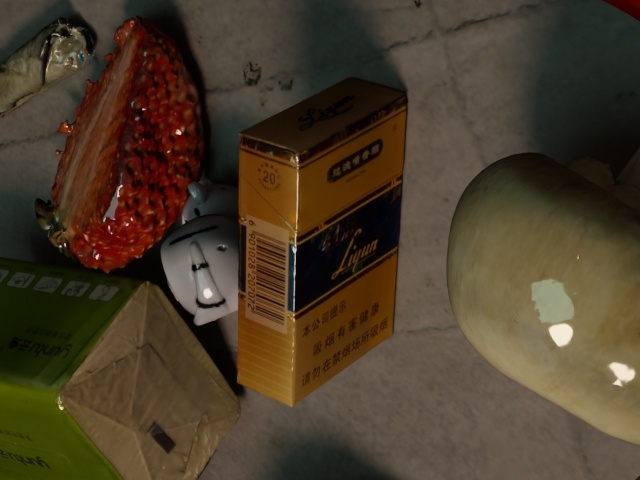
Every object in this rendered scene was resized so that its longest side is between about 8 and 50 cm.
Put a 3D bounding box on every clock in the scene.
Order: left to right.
[{"bbox_3d":[-0.092,0.004,1.521,0.080,0.176,0.117,-25,92,10],"label":"clock"}]

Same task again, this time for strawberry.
[{"bbox_3d":[-0.165,-0.073,1.589,0.236,0.106,0.175,-45,44,42],"label":"strawberry"}]

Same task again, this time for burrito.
[{"bbox_3d":[-0.277,-0.164,1.667,0.171,0.042,0.051,-26,91,46],"label":"burrito"}]

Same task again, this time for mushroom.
[{"bbox_3d":[0.226,0.017,1.243,0.254,0.260,0.234,36,94,31],"label":"mushroom"}]

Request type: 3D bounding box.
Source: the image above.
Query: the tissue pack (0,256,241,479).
[{"bbox_3d":[-0.251,0.138,1.672,0.274,0.167,0.200,8,142,41],"label":"tissue pack"}]

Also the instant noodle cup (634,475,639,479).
[{"bbox_3d":[0.343,0.234,1.269,0.236,0.215,0.216,-16,101,51],"label":"instant noodle cup"}]

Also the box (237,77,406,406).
[{"bbox_3d":[-0.001,0.000,1.447,0.070,0.152,0.237,23,124,30],"label":"box"}]

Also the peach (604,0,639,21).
[{"bbox_3d":[0.250,-0.278,0.966,0.388,0.388,0.388,18,122,32],"label":"peach"}]
